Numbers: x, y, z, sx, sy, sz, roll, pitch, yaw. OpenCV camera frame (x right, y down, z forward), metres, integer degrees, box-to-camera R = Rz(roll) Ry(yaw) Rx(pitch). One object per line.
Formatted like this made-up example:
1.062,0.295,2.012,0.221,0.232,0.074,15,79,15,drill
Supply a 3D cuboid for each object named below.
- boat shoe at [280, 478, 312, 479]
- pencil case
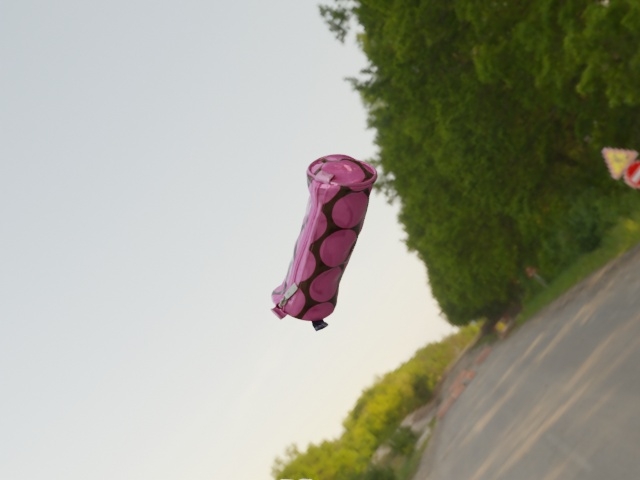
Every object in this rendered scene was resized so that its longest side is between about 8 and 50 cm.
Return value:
0.008,0.358,0.780,0.113,0.103,0.302,-76,-16,-68,boat shoe
0.000,0.000,1.002,0.098,0.095,0.209,-11,-54,-43,pencil case
